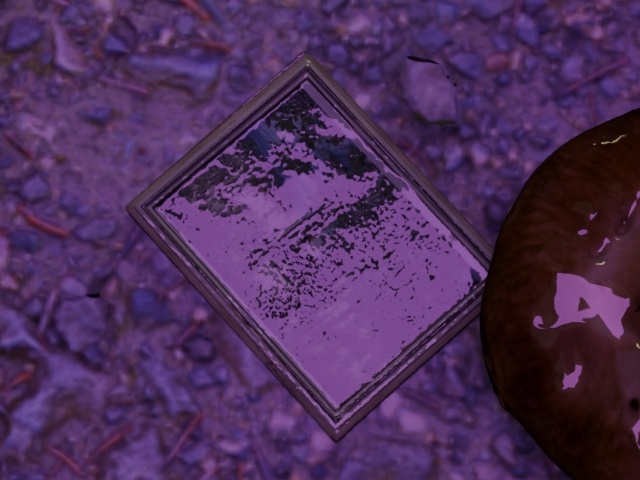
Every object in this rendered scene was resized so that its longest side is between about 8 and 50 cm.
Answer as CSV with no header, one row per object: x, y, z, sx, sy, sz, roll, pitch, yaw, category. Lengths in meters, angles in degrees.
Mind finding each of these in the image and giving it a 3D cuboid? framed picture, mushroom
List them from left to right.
0.000,0.000,1.075,0.142,0.011,0.183,-41,79,-8,framed picture
0.238,0.029,0.977,0.267,0.254,0.267,9,68,-23,mushroom
